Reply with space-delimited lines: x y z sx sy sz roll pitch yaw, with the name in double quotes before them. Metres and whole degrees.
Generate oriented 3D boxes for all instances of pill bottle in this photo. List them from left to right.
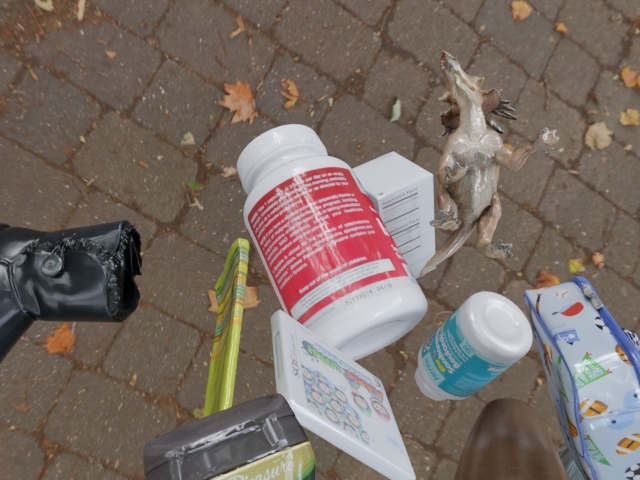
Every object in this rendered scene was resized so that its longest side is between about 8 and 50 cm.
"pill bottle" 0.000 0.000 0.970 0.229 0.229 0.407 -20 65 -15
"pill bottle" 0.296 0.231 1.106 0.146 0.264 0.146 14 46 -15

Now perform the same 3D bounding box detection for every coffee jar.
"coffee jar" -0.029 0.182 0.288 0.096 0.079 0.184 -17 68 -16

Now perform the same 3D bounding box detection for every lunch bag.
"lunch bag" 0.391 0.206 0.785 0.115 0.243 0.303 -17 118 11

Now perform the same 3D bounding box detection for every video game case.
"video game case" 0.018 0.150 0.531 0.157 0.143 0.019 39 104 -22

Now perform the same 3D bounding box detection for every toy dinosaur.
"toy dinosaur" 0.208 -0.095 0.752 0.127 0.200 0.295 7 116 -2

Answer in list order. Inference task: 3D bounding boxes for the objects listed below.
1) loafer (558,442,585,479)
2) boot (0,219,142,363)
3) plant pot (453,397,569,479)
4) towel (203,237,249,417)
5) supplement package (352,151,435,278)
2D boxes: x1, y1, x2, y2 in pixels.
"loafer" 0.627 0.649 1.438 0.096 0.084 0.267 24 108 -11
"boot" -0.328 0.083 0.628 0.207 0.094 0.246 0 59 9
"plant pot" 0.348 0.413 0.991 0.216 0.230 0.215 8 123 12
"towel" -0.089 0.119 0.467 0.021 0.102 0.237 10 54 -13
"supplement package" 0.148 -0.038 1.142 0.134 0.139 0.244 -25 130 -18
